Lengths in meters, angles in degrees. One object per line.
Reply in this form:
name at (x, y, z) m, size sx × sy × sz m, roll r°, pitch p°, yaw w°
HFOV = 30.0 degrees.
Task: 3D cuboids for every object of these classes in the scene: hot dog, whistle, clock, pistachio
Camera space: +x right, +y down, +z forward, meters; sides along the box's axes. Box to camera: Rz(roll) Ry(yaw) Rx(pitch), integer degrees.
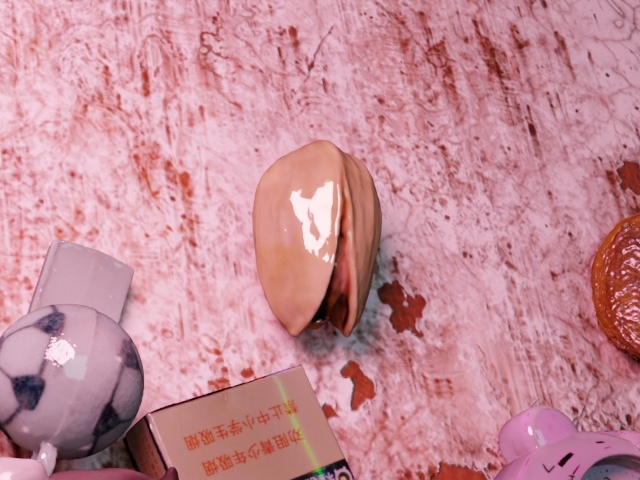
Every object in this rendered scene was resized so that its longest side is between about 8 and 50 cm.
hot dog at (0.450, 0.076, 1.615) m, size 0.160 × 0.099 × 0.227 m, roll 21°, pitch 55°, yaw -17°
whistle at (-0.242, 0.108, 1.173) m, size 0.163 × 0.163 × 0.289 m, roll 21°, pitch 55°, yaw -18°
clock at (0.338, 0.355, 1.380) m, size 0.322 × 0.113 × 0.295 m, roll 29°, pitch 52°, yaw -10°
pistachio at (0.000, 0.000, 1.377) m, size 0.157 × 0.157 × 0.229 m, roll 7°, pitch 72°, yaw -26°

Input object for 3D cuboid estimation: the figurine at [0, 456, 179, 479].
figurine at (-0.136, 0.333, 1.000) m, size 0.365 × 0.218 × 0.206 m, roll 21°, pitch 15°, yaw 37°

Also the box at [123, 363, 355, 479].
box at (-0.048, 0.297, 1.214) m, size 0.198 × 0.084 × 0.310 m, roll -14°, pitch 70°, yaw -35°
